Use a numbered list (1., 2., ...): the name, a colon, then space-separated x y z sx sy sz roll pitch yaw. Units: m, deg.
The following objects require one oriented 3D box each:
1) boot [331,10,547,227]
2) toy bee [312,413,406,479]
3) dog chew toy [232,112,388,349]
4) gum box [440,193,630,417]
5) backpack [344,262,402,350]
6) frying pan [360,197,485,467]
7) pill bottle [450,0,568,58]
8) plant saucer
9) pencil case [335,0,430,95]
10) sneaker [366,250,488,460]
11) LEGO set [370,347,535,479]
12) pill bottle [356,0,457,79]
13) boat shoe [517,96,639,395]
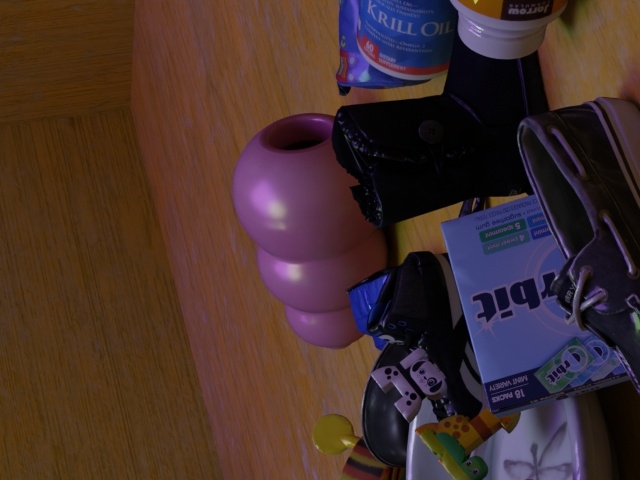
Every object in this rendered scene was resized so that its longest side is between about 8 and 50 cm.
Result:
1. boot: 0.111 -0.142 1.783 0.094 0.207 0.246 120 139 -70
2. toy bee: 0.086 0.260 2.264 0.298 0.195 0.162 -134 60 -85
3. dog chew toy: 0.000 0.000 2.387 0.206 0.206 0.332 -121 17 -57
4. gum box: 0.208 0.050 1.623 0.041 0.157 0.184 42 -148 -68
5. backpack: 0.107 0.078 2.196 0.120 0.098 0.101 -39 69 60
6. frying pan: 0.158 0.113 2.014 0.053 0.326 0.197 26 173 43
7. pill bottle: 0.176 -0.273 1.620 0.215 0.117 0.117 94 162 -44
8. plant saucer: 0.205 0.247 1.788 0.400 0.100 0.400 -177 90 -70
9. pencil case: 0.063 -0.321 2.054 0.133 0.119 0.306 -111 14 -77
10. sneaker: 0.102 0.118 1.766 0.079 0.121 0.217 167 105 -70
11. LEGO set: 0.157 0.189 1.660 0.227 0.093 0.087 50 177 24
12. pill bottle: 0.106 -0.288 1.883 0.221 0.124 0.124 94 161 -46
13. boat shoe: 0.249 0.033 1.516 0.121 0.119 0.335 103 155 -57
